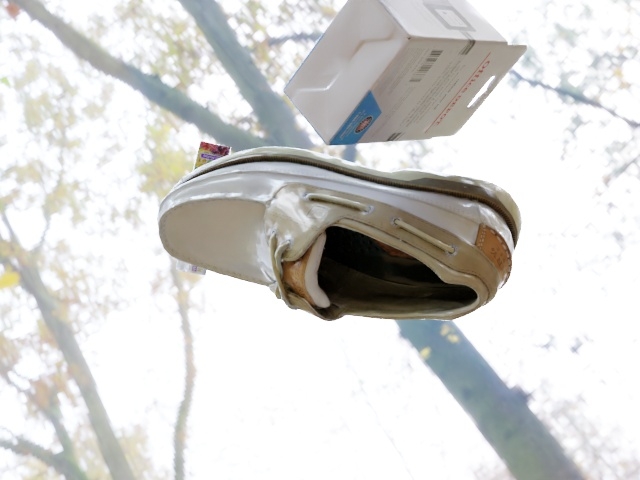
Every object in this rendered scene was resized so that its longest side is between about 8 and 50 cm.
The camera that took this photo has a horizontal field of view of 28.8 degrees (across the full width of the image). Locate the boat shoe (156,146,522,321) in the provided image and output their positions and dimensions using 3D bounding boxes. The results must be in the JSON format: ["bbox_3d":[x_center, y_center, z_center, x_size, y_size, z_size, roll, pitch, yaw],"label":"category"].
[{"bbox_3d":[0.000,0.000,0.980,0.302,0.103,0.113,1,-53,20],"label":"boat shoe"}]

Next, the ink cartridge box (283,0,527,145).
[{"bbox_3d":[0.068,-0.130,0.935,0.180,0.060,0.104,-9,-36,-54],"label":"ink cartridge box"}]

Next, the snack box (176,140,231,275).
[{"bbox_3d":[-0.125,-0.031,1.328,0.037,0.100,0.141,10,-21,-4],"label":"snack box"}]
